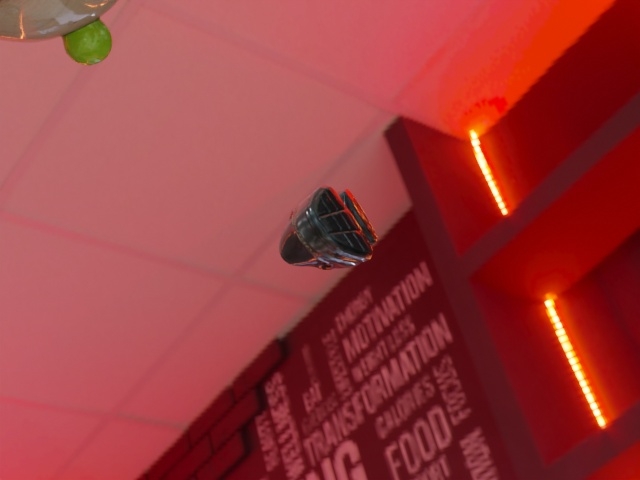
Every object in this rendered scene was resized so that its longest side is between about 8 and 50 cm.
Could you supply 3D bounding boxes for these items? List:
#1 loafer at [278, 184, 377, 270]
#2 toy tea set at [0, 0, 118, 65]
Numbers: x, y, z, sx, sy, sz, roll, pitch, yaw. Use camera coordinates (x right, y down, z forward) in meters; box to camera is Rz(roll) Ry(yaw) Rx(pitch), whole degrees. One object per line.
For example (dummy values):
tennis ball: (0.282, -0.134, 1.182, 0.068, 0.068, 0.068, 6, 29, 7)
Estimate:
loafer: (0.000, 0.000, 0.777, 0.061, 0.062, 0.170, -31, -5, 8)
toy tea set: (-0.017, -0.165, 0.393, 0.336, 0.200, 0.124, -12, -67, 37)
